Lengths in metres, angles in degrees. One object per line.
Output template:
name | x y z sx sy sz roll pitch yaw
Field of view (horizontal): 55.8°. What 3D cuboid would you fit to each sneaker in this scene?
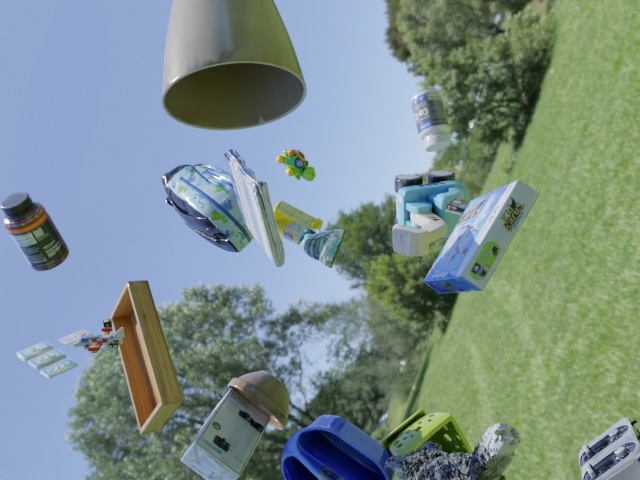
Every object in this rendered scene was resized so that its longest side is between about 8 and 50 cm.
sneaker | 0.000 0.000 1.803 0.283 0.122 0.110 -61 -5 -87

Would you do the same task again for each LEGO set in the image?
LEGO set | -0.626 0.257 1.558 0.244 0.182 0.060 -22 -63 -44

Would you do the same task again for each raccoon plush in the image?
raccoon plush | 0.342 0.542 1.522 0.299 0.216 0.447 52 128 51

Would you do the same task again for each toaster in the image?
toaster | 0.443 0.357 0.822 0.110 0.186 0.168 -39 -11 17

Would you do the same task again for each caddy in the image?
caddy | 0.052 0.675 1.763 0.241 0.341 0.179 -61 -11 12

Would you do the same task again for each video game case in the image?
video game case | 0.351 0.000 1.365 0.244 0.061 0.269 -56 3 -9

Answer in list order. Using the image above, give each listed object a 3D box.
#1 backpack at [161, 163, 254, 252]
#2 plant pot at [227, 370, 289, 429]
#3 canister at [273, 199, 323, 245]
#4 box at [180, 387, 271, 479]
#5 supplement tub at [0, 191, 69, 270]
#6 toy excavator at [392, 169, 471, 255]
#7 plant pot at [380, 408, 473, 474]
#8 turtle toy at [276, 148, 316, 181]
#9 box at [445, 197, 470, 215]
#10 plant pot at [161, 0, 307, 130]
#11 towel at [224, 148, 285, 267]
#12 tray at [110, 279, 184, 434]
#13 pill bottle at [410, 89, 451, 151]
backpack | -0.329 -0.102 1.963 0.273 0.355 0.290 -35 -58 -4
plant pot | -0.183 0.510 1.999 0.110 0.237 0.237 -50 -20 -24
canister | -0.089 -0.053 2.138 0.073 0.169 0.126 -50 -14 -55
box | -0.279 0.596 1.835 0.087 0.169 0.290 -53 -1 23
supplement tub | -0.729 -0.025 1.538 0.106 0.105 0.198 -58 -35 -43
toy excavator | 0.385 -0.086 2.122 0.445 0.432 0.223 -142 45 -64
plant pot | 0.344 0.703 1.988 0.227 0.228 0.207 -32 11 -21
turtle toy | -0.067 -0.225 1.806 0.066 0.130 0.095 -40 -7 20
box | 0.473 -0.095 1.900 0.094 0.136 0.027 -27 -49 -56
plant pot | -0.169 -0.380 1.098 0.256 0.256 0.274 48 -148 -76
towel | -0.152 -0.081 1.381 0.285 0.034 0.209 -134 28 -58
tray | -0.532 0.347 1.834 0.076 0.411 0.203 -1 -37 -39
pill bottle | 0.275 -0.294 1.494 0.078 0.078 0.137 46 -149 -76
